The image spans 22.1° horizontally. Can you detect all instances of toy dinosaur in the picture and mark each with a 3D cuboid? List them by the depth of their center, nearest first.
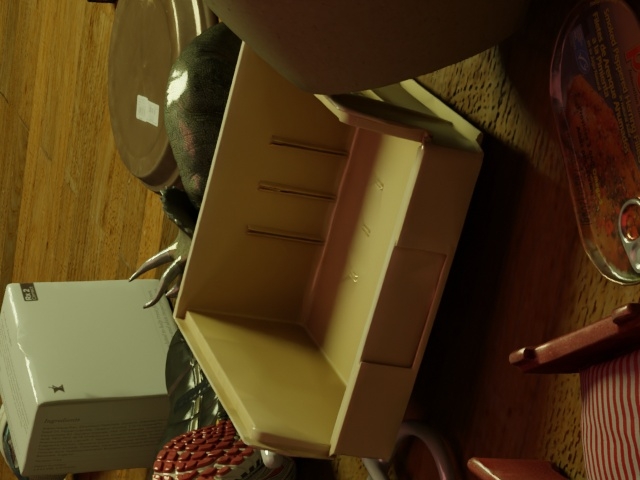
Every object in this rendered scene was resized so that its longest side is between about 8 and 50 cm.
[{"bbox_3d":[-0.076,-0.098,1.444,0.121,0.160,0.313,179,90,-64],"label":"toy dinosaur"}]

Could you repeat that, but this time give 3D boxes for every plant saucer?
[{"bbox_3d":[-0.179,-0.186,1.803,0.278,0.041,0.278,1,91,64],"label":"plant saucer"}]

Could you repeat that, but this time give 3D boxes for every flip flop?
[{"bbox_3d":[-0.104,0.183,1.600,0.112,0.080,0.277,-34,40,32],"label":"flip flop"}]

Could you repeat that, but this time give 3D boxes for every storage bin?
[{"bbox_3d":[0.000,0.000,1.270,0.260,0.123,0.262,-130,53,-63],"label":"storage bin"}]

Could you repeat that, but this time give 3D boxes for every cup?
[{"bbox_3d":[0.030,-0.238,1.109,0.331,0.331,0.237,18,130,63],"label":"cup"}]

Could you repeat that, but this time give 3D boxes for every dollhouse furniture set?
[{"bbox_3d":[0.154,0.179,0.970,0.374,0.152,0.201,143,123,-59],"label":"dollhouse furniture set"}]

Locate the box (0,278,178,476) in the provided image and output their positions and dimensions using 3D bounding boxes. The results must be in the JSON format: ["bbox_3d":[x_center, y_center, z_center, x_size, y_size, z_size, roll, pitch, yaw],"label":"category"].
[{"bbox_3d":[-0.246,0.145,1.776,0.181,0.182,0.119,-115,33,-42],"label":"box"}]

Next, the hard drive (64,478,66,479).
[{"bbox_3d":[-0.385,0.485,2.225,0.319,0.040,0.210,124,138,-49],"label":"hard drive"}]

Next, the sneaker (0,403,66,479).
[{"bbox_3d":[-0.328,0.214,2.035,0.122,0.110,0.283,53,136,47],"label":"sneaker"}]

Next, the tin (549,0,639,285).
[{"bbox_3d":[0.194,-0.064,1.025,0.106,0.040,0.190,134,130,-61],"label":"tin"}]

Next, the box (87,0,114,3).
[{"bbox_3d":[-0.275,-0.402,2.005,0.114,0.036,0.207,118,143,-45],"label":"box"}]

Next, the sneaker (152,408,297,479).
[{"bbox_3d":[-0.070,0.205,1.425,0.088,0.225,0.093,-2,97,24],"label":"sneaker"}]

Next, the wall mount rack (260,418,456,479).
[{"bbox_3d":[0.015,0.321,1.287,0.304,0.130,0.350,-121,38,-47],"label":"wall mount rack"}]
